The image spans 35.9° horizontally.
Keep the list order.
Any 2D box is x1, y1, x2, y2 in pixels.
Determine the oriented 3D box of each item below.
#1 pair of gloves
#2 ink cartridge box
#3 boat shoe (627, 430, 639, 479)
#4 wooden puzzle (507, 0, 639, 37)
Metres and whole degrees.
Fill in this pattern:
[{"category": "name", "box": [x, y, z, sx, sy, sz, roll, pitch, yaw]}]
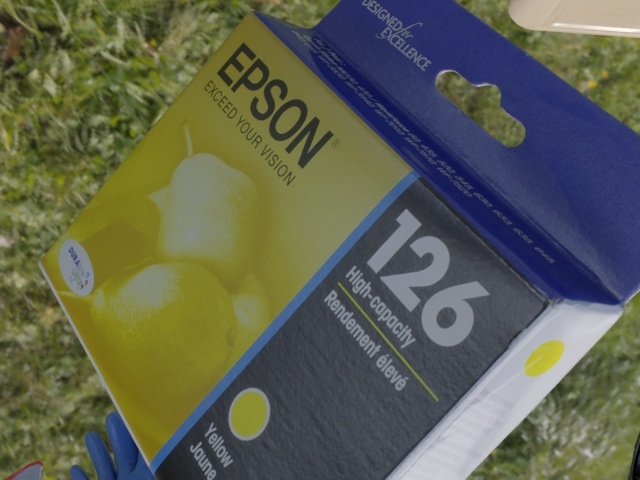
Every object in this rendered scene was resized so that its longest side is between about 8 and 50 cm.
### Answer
[{"category": "pair of gloves", "box": [-0.170, 0.205, 0.667, 0.198, 0.159, 0.023, -26, 138, 11]}, {"category": "ink cartridge box", "box": [0.000, 0.000, 0.556, 0.307, 0.303, 0.072, -50, 138, 11]}, {"category": "boat shoe", "box": [0.320, 0.236, 0.964, 0.040, 0.049, 0.142, 6, 94, -52]}, {"category": "wooden puzzle", "box": [0.291, -0.213, 0.789, 0.238, 0.221, 0.044, 8, 80, -3]}]
